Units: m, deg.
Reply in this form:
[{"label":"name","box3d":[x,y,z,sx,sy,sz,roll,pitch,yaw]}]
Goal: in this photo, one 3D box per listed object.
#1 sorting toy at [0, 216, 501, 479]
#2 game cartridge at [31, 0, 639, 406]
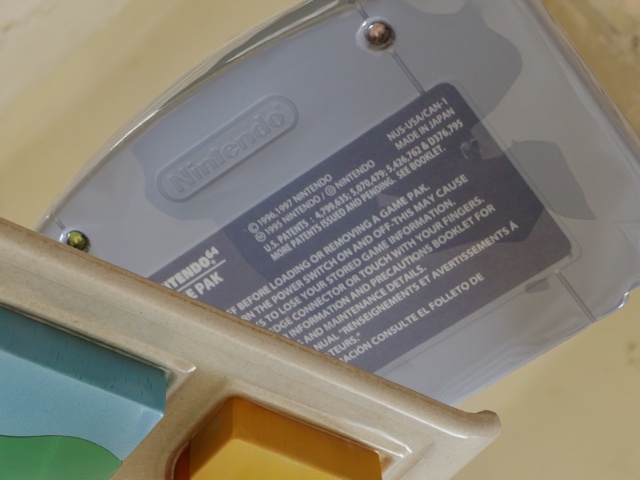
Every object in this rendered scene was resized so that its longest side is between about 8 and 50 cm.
[{"label":"sorting toy","box3d":[-0.074,0.089,0.500,0.208,0.193,0.038,21,-141,-28]},{"label":"game cartridge","box3d":[0.000,0.000,0.721,0.196,0.294,0.060,51,-159,-19]}]
